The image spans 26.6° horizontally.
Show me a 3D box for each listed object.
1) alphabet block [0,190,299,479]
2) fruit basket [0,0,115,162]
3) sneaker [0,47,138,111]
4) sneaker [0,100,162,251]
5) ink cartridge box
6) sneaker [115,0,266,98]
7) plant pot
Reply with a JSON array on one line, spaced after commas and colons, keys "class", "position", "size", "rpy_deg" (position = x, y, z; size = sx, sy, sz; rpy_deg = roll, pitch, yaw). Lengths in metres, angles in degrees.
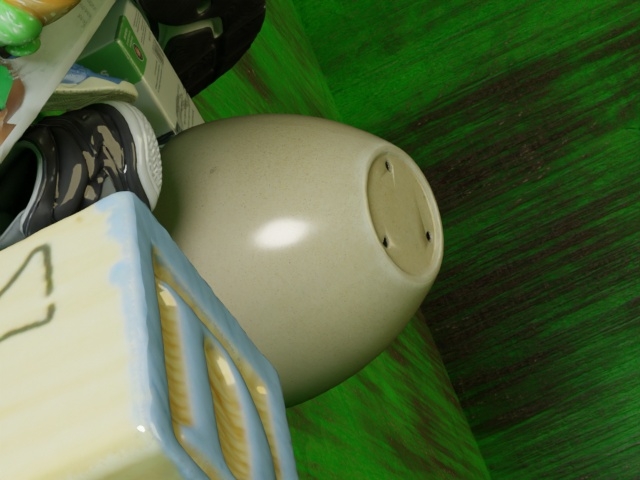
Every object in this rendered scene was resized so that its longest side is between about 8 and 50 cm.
[{"class": "alphabet block", "position": [-0.136, 0.126, 0.738], "size": [0.193, 0.197, 0.192], "rpy_deg": [56, 13, -39]}, {"class": "fruit basket", "position": [-0.222, -0.179, 0.759], "size": [0.165, 0.353, 0.327], "rpy_deg": [18, -20, 32]}, {"class": "sneaker", "position": [-0.237, -0.159, 1.238], "size": [0.152, 0.058, 0.084], "rpy_deg": [-5, 65, -49]}, {"class": "sneaker", "position": [-0.191, 0.026, 1.016], "size": [0.153, 0.101, 0.268], "rpy_deg": [-4, 88, -54]}, {"class": "ink cartridge box", "position": [-0.190, -0.132, 1.431], "size": [0.208, 0.087, 0.153], "rpy_deg": [60, 10, -25]}, {"class": "sneaker", "position": [-0.212, -0.345, 1.623], "size": [0.257, 0.169, 0.447], "rpy_deg": [49, -10, 13]}, {"class": "plant pot", "position": [0.000, 0.000, 1.246], "size": [0.284, 0.191, 0.284], "rpy_deg": [31, 50, -46]}]
